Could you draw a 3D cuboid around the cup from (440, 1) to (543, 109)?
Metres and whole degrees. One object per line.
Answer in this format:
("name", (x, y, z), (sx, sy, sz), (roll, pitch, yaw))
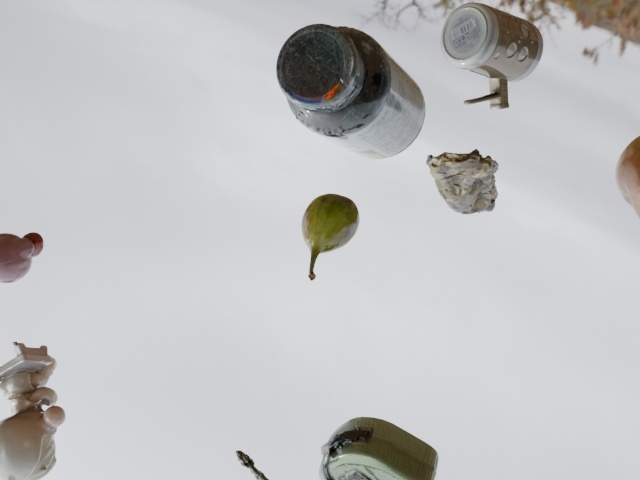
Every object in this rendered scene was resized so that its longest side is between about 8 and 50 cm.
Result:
("cup", (0.177, -0.201, 0.868), (0.099, 0.102, 0.074), (2, -151, -45))

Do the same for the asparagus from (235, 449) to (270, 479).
("asparagus", (-0.088, 0.399, 1.319), (0.022, 0.023, 0.233), (-23, -159, -25))

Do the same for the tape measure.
("tape measure", (0.084, 0.435, 1.488), (0.207, 0.235, 0.115), (29, -134, -11))

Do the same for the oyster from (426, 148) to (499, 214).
("oyster", (0.300, -0.104, 1.579), (0.129, 0.078, 0.345), (-13, 161, 18))

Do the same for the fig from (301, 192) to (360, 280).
("fig", (-0.003, -0.014, 1.225), (0.093, 0.093, 0.166), (27, -141, 19))

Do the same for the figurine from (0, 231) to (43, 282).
("figurine", (-0.412, 0.022, 1.051), (0.067, 0.083, 0.071), (63, -155, -7))

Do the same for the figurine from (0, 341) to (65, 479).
("figurine", (-0.527, 0.322, 1.417), (0.182, 0.144, 0.256), (-18, -115, 7))

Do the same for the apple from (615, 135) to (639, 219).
("apple", (0.741, -0.109, 1.666), (0.261, 0.194, 0.260), (41, -158, -21))

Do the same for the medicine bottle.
("medicine bottle", (0.042, -0.197, 1.061), (0.141, 0.141, 0.293), (27, -174, 19))
